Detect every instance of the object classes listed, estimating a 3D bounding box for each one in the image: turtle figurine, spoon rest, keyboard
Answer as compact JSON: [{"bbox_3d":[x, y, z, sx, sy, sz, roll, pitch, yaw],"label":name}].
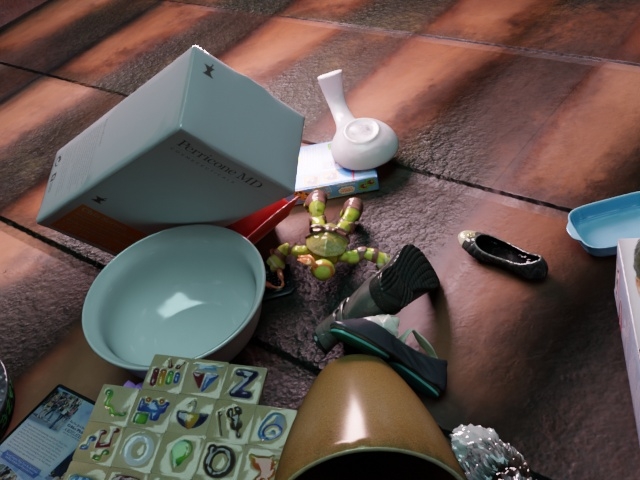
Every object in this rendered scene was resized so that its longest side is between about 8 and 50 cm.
[{"bbox_3d":[0.000,0.000,1.339,0.270,0.087,0.217,0,40,8],"label":"turtle figurine"},{"bbox_3d":[0.068,-0.239,1.574,0.137,0.084,0.276,-19,51,-4],"label":"spoon rest"},{"bbox_3d":[-0.146,0.075,1.351,0.192,0.038,0.100,-15,39,-1],"label":"keyboard"}]

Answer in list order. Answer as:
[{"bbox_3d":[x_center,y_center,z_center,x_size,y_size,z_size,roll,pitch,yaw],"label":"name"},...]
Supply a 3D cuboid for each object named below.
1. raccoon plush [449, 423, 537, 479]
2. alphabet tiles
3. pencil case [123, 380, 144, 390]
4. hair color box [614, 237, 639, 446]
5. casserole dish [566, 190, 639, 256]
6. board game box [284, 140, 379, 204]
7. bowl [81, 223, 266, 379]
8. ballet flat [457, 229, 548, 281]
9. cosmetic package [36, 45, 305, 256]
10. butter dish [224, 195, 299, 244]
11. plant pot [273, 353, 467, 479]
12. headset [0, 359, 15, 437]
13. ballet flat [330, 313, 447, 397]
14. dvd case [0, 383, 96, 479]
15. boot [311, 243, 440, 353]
[{"bbox_3d":[0.333,0.278,0.777,0.299,0.216,0.446,-27,40,1],"label":"raccoon plush"},{"bbox_3d":[-0.189,0.302,0.970,0.285,0.011,0.342,4,52,13],"label":"alphabet tiles"},{"bbox_3d":[-0.198,0.269,1.100,0.206,0.088,0.086,13,56,32],"label":"pencil case"},{"bbox_3d":[0.499,0.154,0.983,0.185,0.113,0.374,-3,40,15],"label":"hair color box"},{"bbox_3d":[0.500,-0.025,1.253,0.188,0.037,0.114,-15,39,2],"label":"casserole dish"},{"bbox_3d":[0.008,-0.144,1.555,0.212,0.039,0.160,-9,39,6],"label":"board game box"},{"bbox_3d":[-0.218,0.122,1.234,0.298,0.134,0.298,-8,46,8],"label":"bowl"},{"bbox_3d":[0.302,0.015,1.262,0.173,0.049,0.057,26,54,39],"label":"ballet flat"},{"bbox_3d":[-0.265,-0.118,1.300,0.453,0.230,0.161,-23,51,42],"label":"cosmetic package"},{"bbox_3d":[-0.144,-0.050,1.393,0.160,0.118,0.160,-41,3,-28],"label":"butter dish"},{"bbox_3d":[0.054,0.260,0.942,0.237,0.237,0.254,-12,27,5],"label":"plant pot"},{"bbox_3d":[-0.700,0.289,1.242,0.394,0.185,0.243,1,44,-3],"label":"headset"},{"bbox_3d":[0.103,0.147,1.073,0.074,0.203,0.074,-46,22,24],"label":"ballet flat"},{"bbox_3d":[-0.425,0.339,1.145,0.180,0.022,0.253,15,49,33],"label":"dvd case"},{"bbox_3d":[0.083,0.091,1.203,0.161,0.083,0.246,-37,-7,28],"label":"boot"}]
